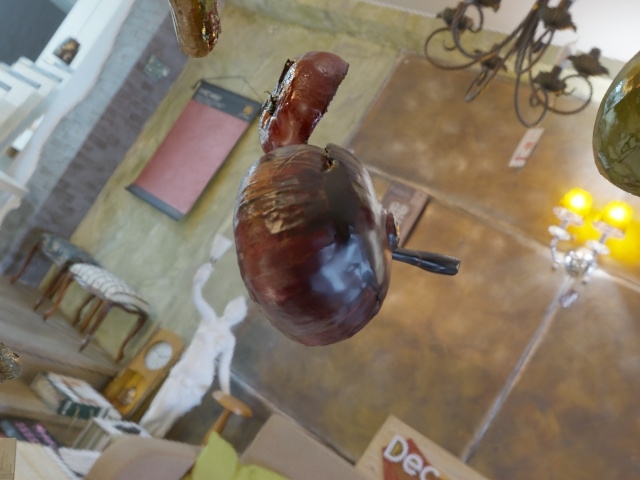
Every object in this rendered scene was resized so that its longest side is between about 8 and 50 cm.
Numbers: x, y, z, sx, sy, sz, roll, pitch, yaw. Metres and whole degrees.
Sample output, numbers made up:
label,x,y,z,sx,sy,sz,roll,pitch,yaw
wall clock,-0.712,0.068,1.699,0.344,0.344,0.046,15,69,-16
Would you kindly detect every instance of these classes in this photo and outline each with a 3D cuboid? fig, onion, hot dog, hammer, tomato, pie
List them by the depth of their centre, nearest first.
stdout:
label,x,y,z,sx,sy,sz,roll,pitch,yaw
onion,0.000,0.000,0.795,0.190,0.246,0.246,-10,-18,13
fig,0.515,-0.169,0.960,0.239,0.239,0.271,33,-27,-13
hot dog,-0.205,-0.396,1.094,0.076,0.104,0.250,17,-23,3
hammer,0.133,0.022,1.142,0.290,0.037,0.137,12,19,-37
tomato,-0.049,-0.248,1.187,0.101,0.228,0.228,30,-5,-18
pie,-0.644,0.216,1.191,0.195,0.046,0.195,0,-38,0

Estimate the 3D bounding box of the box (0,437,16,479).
label,x,y,z,sx,sy,sz,roll,pitch,yaw
box,-0.739,0.534,1.392,0.168,0.095,0.212,7,39,-25
